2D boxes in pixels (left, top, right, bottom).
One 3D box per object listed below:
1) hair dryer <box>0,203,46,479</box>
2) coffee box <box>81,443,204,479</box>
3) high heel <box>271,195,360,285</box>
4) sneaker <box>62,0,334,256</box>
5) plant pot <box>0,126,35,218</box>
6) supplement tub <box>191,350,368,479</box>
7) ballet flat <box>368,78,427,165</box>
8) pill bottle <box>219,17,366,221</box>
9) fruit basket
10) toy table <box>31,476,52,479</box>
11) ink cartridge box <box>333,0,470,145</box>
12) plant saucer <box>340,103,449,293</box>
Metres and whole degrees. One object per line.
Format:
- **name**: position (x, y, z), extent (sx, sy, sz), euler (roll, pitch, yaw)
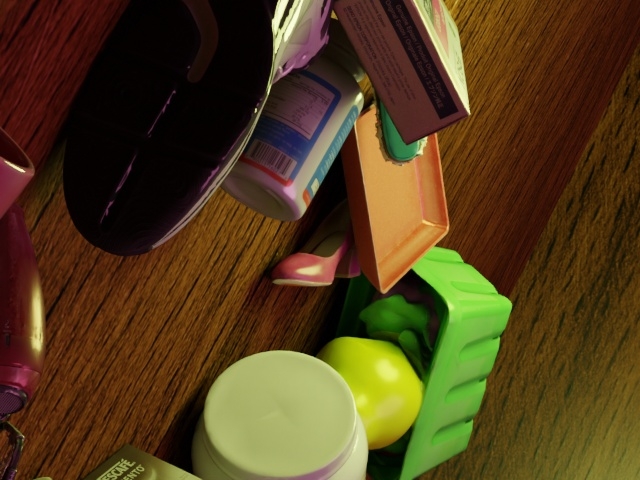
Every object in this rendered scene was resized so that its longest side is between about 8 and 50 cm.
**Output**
- **hair dryer**: position (-0.305, 0.110, 1.443), extent (0.080, 0.223, 0.294), euler (11, 95, -28)
- **coffee box**: position (-0.166, 0.352, 1.922), extent (0.141, 0.246, 0.098), euler (-37, 145, -60)
- **high heel**: position (0.000, 0.000, 2.281), extent (0.244, 0.082, 0.117), euler (-8, 100, -59)
- **sneaker**: position (-0.082, -0.158, 1.637), extent (0.448, 0.169, 0.257), euler (-65, 161, -13)
- **plant pot**: position (-0.320, -0.038, 1.080), extent (0.180, 0.201, 0.201), euler (-51, 163, 2)
- **supplement tub**: position (-0.056, 0.324, 2.240), extent (0.235, 0.235, 0.325), euler (-54, 159, -35)
- **ballet flat**: position (0.101, -0.222, 2.234), extent (0.077, 0.091, 0.241), euler (-106, -163, -75)
- **pill bottle**: position (-0.026, -0.144, 1.904), extent (0.222, 0.124, 0.124), euler (-60, 162, -17)
- **fruit basket**: position (0.083, 0.201, 2.527), extent (0.392, 0.283, 0.392), euler (-19, 130, -24)
- **toy table**: position (-0.261, 0.391, 1.743), extent (0.274, 0.252, 0.161), euler (-20, 136, -24)
- **ink cartridge box**: position (0.088, -0.252, 1.873), extent (0.193, 0.088, 0.235), euler (58, 16, -28)
- **plant saucer**: position (0.101, -0.089, 2.359), extent (0.259, 0.047, 0.259), euler (-41, 126, -56)
